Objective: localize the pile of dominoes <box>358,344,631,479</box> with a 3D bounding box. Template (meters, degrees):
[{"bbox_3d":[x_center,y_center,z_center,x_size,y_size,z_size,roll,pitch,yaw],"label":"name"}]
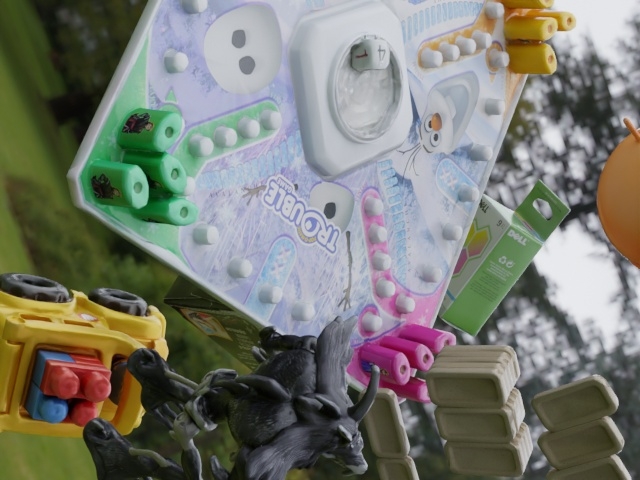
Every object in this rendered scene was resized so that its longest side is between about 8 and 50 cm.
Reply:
[{"bbox_3d":[0.145,0.195,0.976,0.040,0.196,0.251,-47,128,-52],"label":"pile of dominoes"}]

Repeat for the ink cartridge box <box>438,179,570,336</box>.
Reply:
[{"bbox_3d":[0.222,0.010,1.710,0.062,0.209,0.109,30,13,-23],"label":"ink cartridge box"}]

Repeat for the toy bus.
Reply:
[{"bbox_3d":[-0.235,0.130,1.285,0.211,0.220,0.149,20,-82,59],"label":"toy bus"}]

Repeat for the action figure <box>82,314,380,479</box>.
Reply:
[{"bbox_3d":[-0.041,0.138,0.933,0.275,0.164,0.141,-6,-41,47],"label":"action figure"}]

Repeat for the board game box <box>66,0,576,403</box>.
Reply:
[{"bbox_3d":[0.036,-0.114,0.983,0.050,0.390,0.390,8,-21,42],"label":"board game box"}]

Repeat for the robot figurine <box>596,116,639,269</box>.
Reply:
[{"bbox_3d":[0.303,-0.017,1.040,0.219,0.158,0.128,29,-2,-43],"label":"robot figurine"}]

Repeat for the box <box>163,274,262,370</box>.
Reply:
[{"bbox_3d":[0.000,0.000,1.235,0.142,0.247,0.163,40,-19,-26],"label":"box"}]
